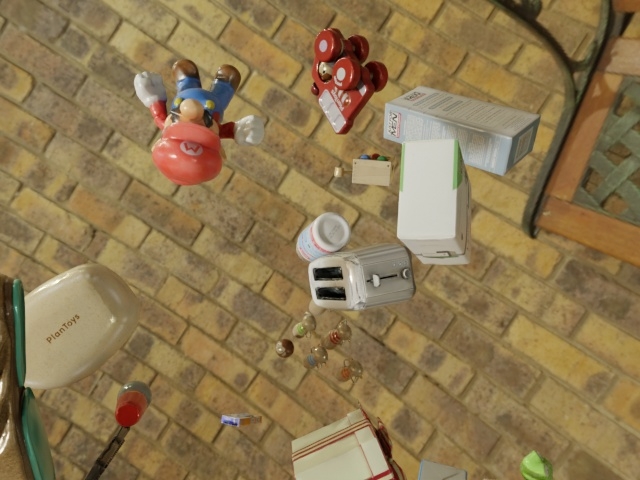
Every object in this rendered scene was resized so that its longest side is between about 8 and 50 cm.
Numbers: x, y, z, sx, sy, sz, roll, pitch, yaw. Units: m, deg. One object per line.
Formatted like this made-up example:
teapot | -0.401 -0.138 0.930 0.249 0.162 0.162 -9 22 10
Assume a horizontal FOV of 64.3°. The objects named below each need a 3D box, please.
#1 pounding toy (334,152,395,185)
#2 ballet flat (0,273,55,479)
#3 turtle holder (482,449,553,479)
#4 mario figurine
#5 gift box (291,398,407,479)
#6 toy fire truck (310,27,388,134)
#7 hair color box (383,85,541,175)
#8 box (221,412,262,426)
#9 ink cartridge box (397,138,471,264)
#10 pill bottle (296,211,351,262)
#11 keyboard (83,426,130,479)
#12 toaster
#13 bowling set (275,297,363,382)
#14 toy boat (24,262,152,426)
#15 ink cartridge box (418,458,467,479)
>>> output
pounding toy | 0.150 -0.258 1.761 0.206 0.094 0.181 7 -162 12
ballet flat | -0.437 0.211 0.665 0.124 0.342 0.116 -7 -160 -22
turtle holder | 0.420 0.648 1.135 0.227 0.320 0.243 61 -176 -28
mario figurine | -0.213 -0.237 0.899 0.170 0.198 0.320 53 -158 -40
gift box | 0.078 0.601 1.352 0.276 0.258 0.255 -140 28 -82
toy fire truck | 0.060 -0.541 1.706 0.169 0.254 0.302 -11 -116 -41
hair color box | 0.382 -0.316 1.415 0.374 0.185 0.113 27 134 32
box | -0.274 0.614 1.747 0.081 0.028 0.136 -3 165 33
ink cartridge box | 0.200 -0.055 0.864 0.093 0.160 0.219 0 167 23
pill bottle | 0.000 0.000 1.139 0.087 0.087 0.160 32 156 -9
keyboard | -0.499 0.501 1.222 0.033 0.201 0.317 31 170 -7
toaster | 0.075 0.076 1.049 0.146 0.129 0.227 -8 -179 -32
bowling set | -0.011 0.288 1.431 0.287 0.200 0.154 65 148 15
toy boat | -0.442 0.219 0.978 0.318 0.267 0.148 55 169 -8
ink cartridge box | 0.139 0.386 0.630 0.062 0.181 0.104 8 -164 16
